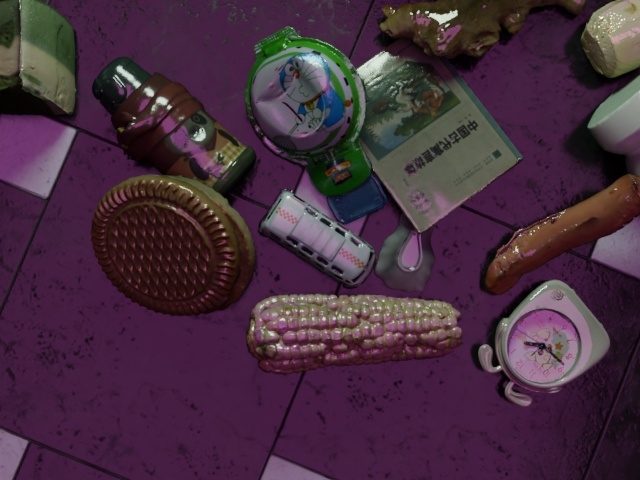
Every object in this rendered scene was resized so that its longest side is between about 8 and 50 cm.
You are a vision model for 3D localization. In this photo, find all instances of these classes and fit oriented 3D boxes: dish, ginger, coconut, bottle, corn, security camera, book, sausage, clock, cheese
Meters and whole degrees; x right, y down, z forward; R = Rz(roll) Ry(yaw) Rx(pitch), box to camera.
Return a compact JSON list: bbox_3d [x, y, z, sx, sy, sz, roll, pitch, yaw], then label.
[{"bbox_3d":[0.144,0.014,1.962,0.091,0.039,0.137,17,86,-1],"label":"dish"},{"bbox_3d":[0.256,-0.381,1.963,0.333,0.080,0.166,-26,85,-8],"label":"ginger"},{"bbox_3d":[0.488,-0.327,1.956,0.122,0.116,0.116,-26,89,-3],"label":"coconut"},{"bbox_3d":[-0.239,-0.167,1.900,0.271,0.156,0.143,42,111,-3],"label":"bottle"},{"bbox_3d":[0.050,0.138,1.915,0.335,0.126,0.127,-4,87,-4],"label":"corn"},{"bbox_3d":[0.560,-0.154,1.918,0.194,0.194,0.236,-44,93,-4],"label":"security camera"},{"bbox_3d":[0.159,-0.180,1.964,0.215,0.025,0.283,-37,80,-5],"label":"book"},{"bbox_3d":[0.382,-0.010,1.920,0.304,0.078,0.078,-31,89,21],"label":"sausage"},{"bbox_3d":[0.350,0.167,1.952,0.191,0.062,0.151,-39,90,-3],"label":"clock"},{"bbox_3d":[-0.003,-0.180,1.930,0.204,0.083,0.320,-24,97,25],"label":"cheese"}]

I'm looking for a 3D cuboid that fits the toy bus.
[{"bbox_3d":[0.000,0.000,1.933,0.194,0.089,0.087,34,87,-1],"label":"toy bus"}]

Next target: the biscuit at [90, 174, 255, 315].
[{"bbox_3d":[-0.225,0.010,1.873,0.259,0.079,0.259,9,121,15],"label":"biscuit"}]

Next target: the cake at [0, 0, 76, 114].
[{"bbox_3d":[-0.519,-0.271,1.945,0.283,0.172,0.158,-7,79,30],"label":"cake"}]
